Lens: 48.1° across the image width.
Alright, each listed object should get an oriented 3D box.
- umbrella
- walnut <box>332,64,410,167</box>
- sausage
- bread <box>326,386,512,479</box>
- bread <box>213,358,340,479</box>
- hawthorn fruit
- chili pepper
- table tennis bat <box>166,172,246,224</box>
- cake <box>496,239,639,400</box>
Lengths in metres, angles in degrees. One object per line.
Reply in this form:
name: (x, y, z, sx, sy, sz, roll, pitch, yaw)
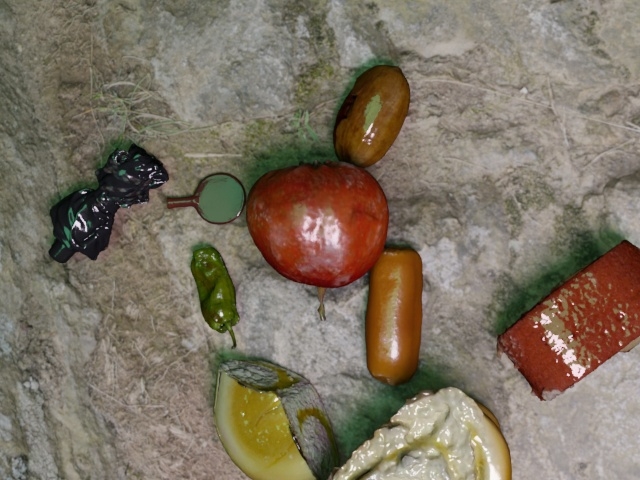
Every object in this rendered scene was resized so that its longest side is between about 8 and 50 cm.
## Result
umbrella: (-0.412, -0.067, 1.347, 0.272, 0.110, 0.122, -45, 113, 7)
walnut: (0.085, -0.209, 1.250, 0.116, 0.116, 0.207, 25, 99, 13)
sausage: (0.124, 0.128, 1.220, 0.098, 0.098, 0.238, 3, 85, 13)
bread: (0.165, 0.387, 1.102, 0.316, 0.270, 0.211, -41, 64, -1)
bread: (-0.088, 0.315, 1.230, 0.156, 0.158, 0.260, -29, 81, 19)
hawthorn fruit: (0.000, 0.000, 1.196, 0.242, 0.242, 0.271, -8, 96, 12)
chili pepper: (-0.187, 0.113, 1.300, 0.072, 0.073, 0.204, -29, 68, 27)
table tennis bat: (-0.215, -0.076, 1.347, 0.155, 0.019, 0.098, -5, 85, 9)
cake: (0.413, 0.128, 1.112, 0.283, 0.177, 0.151, -36, 79, 6)
